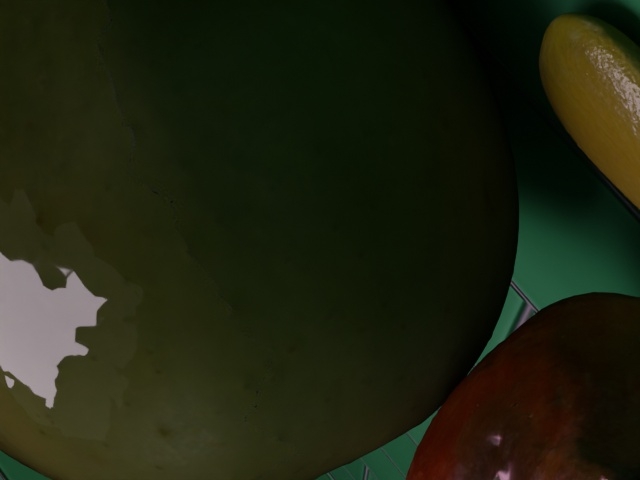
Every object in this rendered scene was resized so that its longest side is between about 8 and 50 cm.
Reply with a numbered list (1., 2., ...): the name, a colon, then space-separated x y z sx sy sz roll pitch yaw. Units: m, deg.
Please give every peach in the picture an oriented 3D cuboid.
1. peach: 0.150 0.136 0.654 0.232 0.232 0.256 50 -175 16

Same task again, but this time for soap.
1. soap: 0.155 -0.032 0.603 0.168 0.033 0.089 48 170 17

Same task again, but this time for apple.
1. apple: -0.074 -0.038 0.740 0.357 0.357 0.357 50 168 14
